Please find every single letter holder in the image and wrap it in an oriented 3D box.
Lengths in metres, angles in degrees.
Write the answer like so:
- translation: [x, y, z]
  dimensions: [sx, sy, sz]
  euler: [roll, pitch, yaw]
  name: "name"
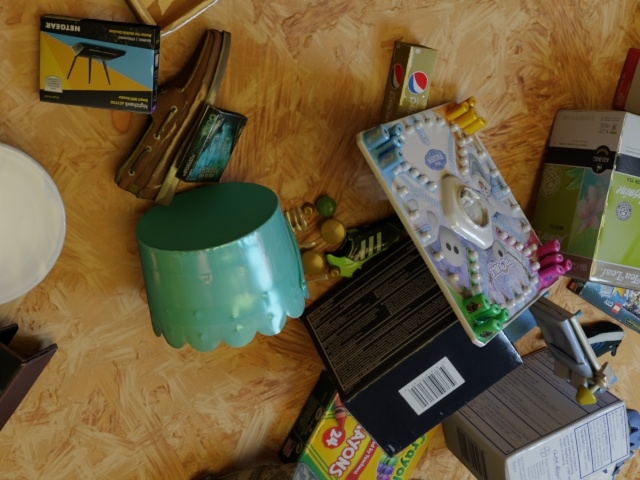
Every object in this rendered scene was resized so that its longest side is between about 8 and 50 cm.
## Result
- translation: [-0.590, 0.261, 1.650]
  dimensions: [0.152, 0.214, 0.302]
  euler: [36, 93, 1]
  name: "letter holder"

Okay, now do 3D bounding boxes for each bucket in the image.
- translation: [-0.167, 0.034, 1.677]
  dimensions: [0.281, 0.281, 0.183]
  euler: [-20, 119, -17]
  name: "bucket"

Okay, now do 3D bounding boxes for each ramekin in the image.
- translation: [-0.539, -0.041, 1.557]
  dimensions: [0.273, 0.127, 0.273]
  euler: [-9, 113, -22]
  name: "ramekin"

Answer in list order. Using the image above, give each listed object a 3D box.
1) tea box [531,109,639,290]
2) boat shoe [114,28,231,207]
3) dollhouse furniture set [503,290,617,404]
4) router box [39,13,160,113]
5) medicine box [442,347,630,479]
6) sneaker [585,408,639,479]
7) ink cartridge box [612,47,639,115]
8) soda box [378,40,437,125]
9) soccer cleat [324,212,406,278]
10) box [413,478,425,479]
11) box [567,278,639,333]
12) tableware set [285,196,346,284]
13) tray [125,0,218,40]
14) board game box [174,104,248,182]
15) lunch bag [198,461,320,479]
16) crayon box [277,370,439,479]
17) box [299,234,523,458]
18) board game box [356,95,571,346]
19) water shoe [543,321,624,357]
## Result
- translation: [0.621, -0.065, 1.996]
  dimensions: [0.329, 0.220, 0.323]
  euler: [11, 92, -25]
  name: "tea box"
- translation: [-0.240, -0.210, 1.641]
  dimensions: [0.104, 0.111, 0.307]
  euler: [22, 91, -14]
  name: "boat shoe"
- translation: [0.380, 0.183, 1.963]
  dimensions: [0.198, 0.303, 0.286]
  euler: [-37, 120, -9]
  name: "dollhouse furniture set"
- translation: [-0.340, -0.273, 1.565]
  dimensions: [0.179, 0.046, 0.133]
  euler: [7, 109, 3]
  name: "router box"
- translation: [0.437, 0.383, 2.087]
  dimensions: [0.289, 0.263, 0.149]
  euler: [-21, 117, -16]
  name: "medicine box"
- translation: [0.593, 0.506, 2.298]
  dimensions: [0.182, 0.127, 0.315]
  euler: [22, 92, -26]
  name: "sneaker"
- translation: [0.697, -0.296, 2.002]
  dimensions: [0.128, 0.176, 0.127]
  euler: [7, 105, -27]
  name: "ink cartridge box"
- translation: [0.155, -0.263, 1.831]
  dimensions: [0.058, 0.061, 0.181]
  euler: [2, 108, -26]
  name: "soda box"
- translation: [0.089, -0.004, 1.902]
  dimensions: [0.179, 0.060, 0.072]
  euler: [-40, 112, -5]
  name: "soccer cleat"
- translation: [0.263, 0.697, 2.234]
  dimensions: [0.257, 0.079, 0.322]
  euler: [15, 102, -27]
  name: "box"
- translation: [0.664, 0.091, 2.208]
  dimensions: [0.233, 0.044, 0.159]
  euler: [30, 94, -30]
  name: "box"
- translation: [0.000, 0.000, 1.862]
  dimensions: [0.104, 0.024, 0.154]
  euler: [-15, 103, 6]
  name: "tableware set"
- translation: [-0.151, -0.515, 1.589]
  dimensions: [0.411, 0.076, 0.203]
  euler: [-37, 119, -9]
  name: "tray"
- translation: [-0.176, -0.155, 1.660]
  dimensions: [0.026, 0.186, 0.126]
  euler: [27, 98, 7]
  name: "board game box"
- translation: [-0.100, 0.578, 1.935]
  dimensions: [0.256, 0.212, 0.305]
  euler: [-16, 126, 27]
  name: "lunch bag"
- translation: [0.099, 0.408, 2.047]
  dimensions: [0.318, 0.081, 0.202]
  euler: [24, 97, -30]
  name: "crayon box"
- translation: [0.157, 0.178, 1.840]
  dimensions: [0.296, 0.294, 0.183]
  euler: [-36, 122, 4]
  name: "box"
- translation: [0.264, -0.055, 1.738]
  dimensions: [0.390, 0.050, 0.390]
  euler: [-26, 85, -55]
  name: "board game box"
- translation: [0.575, 0.231, 2.205]
  dimensions: [0.203, 0.073, 0.080]
  euler: [-4, 113, -23]
  name: "water shoe"
